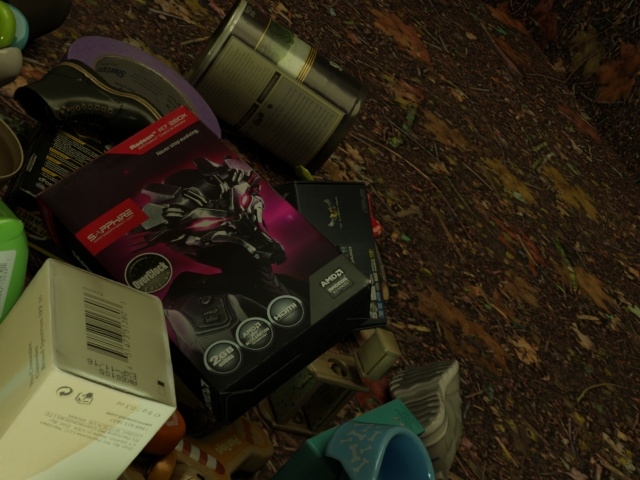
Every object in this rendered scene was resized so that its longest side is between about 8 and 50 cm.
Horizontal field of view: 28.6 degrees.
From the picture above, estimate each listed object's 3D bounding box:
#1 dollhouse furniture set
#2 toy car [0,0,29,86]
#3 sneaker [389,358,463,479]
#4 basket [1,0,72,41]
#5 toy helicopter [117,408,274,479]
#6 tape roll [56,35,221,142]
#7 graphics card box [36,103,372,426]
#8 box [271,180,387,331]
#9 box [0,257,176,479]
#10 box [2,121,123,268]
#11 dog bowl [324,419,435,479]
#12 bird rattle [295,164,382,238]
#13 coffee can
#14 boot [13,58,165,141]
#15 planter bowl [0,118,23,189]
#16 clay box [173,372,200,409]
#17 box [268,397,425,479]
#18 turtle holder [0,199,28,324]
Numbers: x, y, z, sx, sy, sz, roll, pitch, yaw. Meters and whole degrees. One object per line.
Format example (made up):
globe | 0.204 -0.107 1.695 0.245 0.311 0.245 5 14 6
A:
dollhouse furniture set | -0.007 0.143 1.693 0.101 0.182 0.161 19 33 -36
toy car | -0.479 -0.269 1.735 0.159 0.182 0.136 62 23 4
sneaker | 0.160 0.264 1.860 0.281 0.105 0.115 -57 130 -68
basket | -0.488 -0.369 1.914 0.204 0.154 0.227 44 23 6
toy helicopter | -0.120 0.267 1.420 0.235 0.140 0.355 38 13 10
tape roll | -0.292 -0.196 1.959 0.274 0.090 0.275 32 27 -18
graphics card box | -0.143 0.019 1.512 0.232 0.094 0.371 -34 62 -23
box | 0.014 0.027 1.914 0.183 0.059 0.233 -2 81 -52
box | -0.267 0.182 1.141 0.121 0.311 0.148 23 30 -31
box | -0.270 -0.033 1.746 0.322 0.079 0.257 31 26 -18
dog bowl | 0.060 0.340 1.464 0.166 0.074 0.297 55 37 -30
bird rattle | 0.000 0.000 2.054 0.253 0.143 0.207 34 35 -43
coffee can | -0.083 -0.269 2.222 0.275 0.201 0.201 33 27 -13
boot | -0.317 -0.168 1.745 0.197 0.077 0.137 29 29 9
planter bowl | -0.466 -0.096 1.550 0.162 0.109 0.162 31 27 -18
clay box | -0.231 0.109 1.599 0.222 0.053 0.127 33 26 -15
box | 0.035 0.280 1.626 0.060 0.100 0.244 49 28 17
turtle holder | -0.469 0.028 1.263 0.320 0.243 0.227 -32 50 -22
